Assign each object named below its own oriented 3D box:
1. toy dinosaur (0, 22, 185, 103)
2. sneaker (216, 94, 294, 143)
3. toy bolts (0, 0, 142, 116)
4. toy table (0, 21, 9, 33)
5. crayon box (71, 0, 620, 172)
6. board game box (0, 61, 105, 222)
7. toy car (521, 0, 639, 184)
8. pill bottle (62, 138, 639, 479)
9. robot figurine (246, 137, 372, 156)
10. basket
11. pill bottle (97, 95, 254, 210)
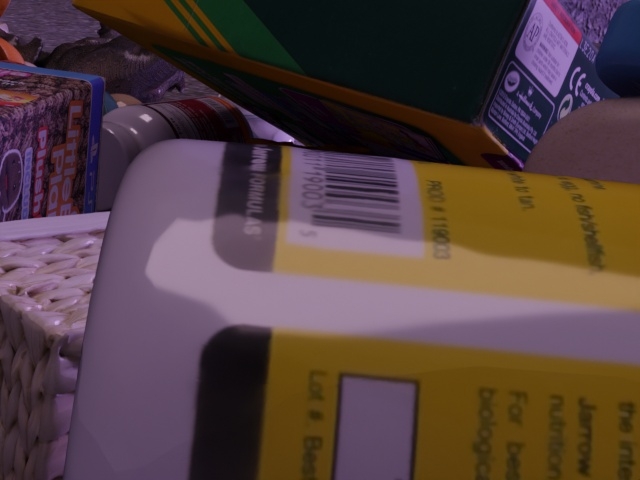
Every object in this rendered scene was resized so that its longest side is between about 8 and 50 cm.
[{"bbox_3d":[-0.202,-0.159,1.288,0.313,0.121,0.160,8,26,31],"label":"toy dinosaur"},{"bbox_3d":[-0.095,-0.122,1.307,0.152,0.061,0.054,9,17,13],"label":"sneaker"},{"bbox_3d":[-0.242,-0.151,1.130,0.228,0.218,0.158,38,24,30],"label":"toy bolts"},{"bbox_3d":[-0.428,-0.273,1.423,0.161,0.252,0.274,-24,37,-34],"label":"toy table"},{"bbox_3d":[0.056,-0.116,0.960,0.313,0.106,0.363,22,-2,29],"label":"crayon box"},{"bbox_3d":[-0.265,-0.012,0.664,0.232,0.141,0.291,9,15,7],"label":"board game box"},{"bbox_3d":[0.239,0.018,0.765,0.210,0.219,0.238,16,-11,31],"label":"toy car"},{"bbox_3d":[0.100,0.077,0.398,0.334,0.188,0.188,6,15,-3],"label":"pill bottle"},{"bbox_3d":[0.000,0.000,0.844,0.211,0.085,0.291,5,16,-8],"label":"robot figurine"},{"bbox_3d":[-0.077,0.057,0.553,0.167,0.113,0.103,-7,24,-41],"label":"basket"},{"bbox_3d":[-0.125,-0.066,1.032,0.086,0.086,0.152,15,17,30],"label":"pill bottle"}]
